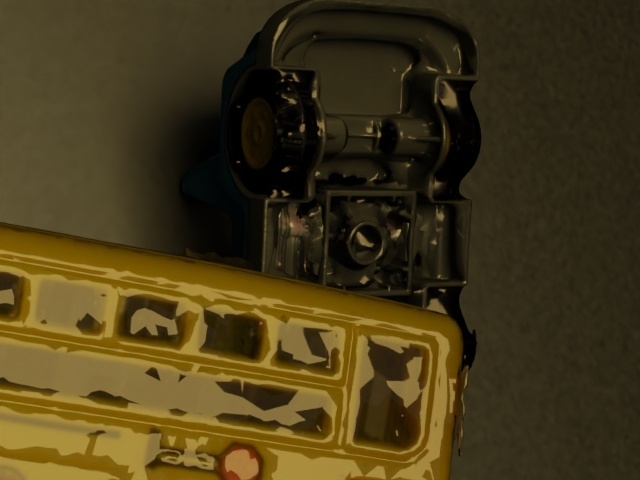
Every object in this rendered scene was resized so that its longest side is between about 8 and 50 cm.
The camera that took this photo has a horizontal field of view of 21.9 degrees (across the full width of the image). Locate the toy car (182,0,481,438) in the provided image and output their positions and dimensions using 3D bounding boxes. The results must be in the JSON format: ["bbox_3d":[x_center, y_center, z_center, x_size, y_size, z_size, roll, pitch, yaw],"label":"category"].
[{"bbox_3d":[0.000,0.000,0.668,0.097,0.100,0.191,0,97,-31],"label":"toy car"}]

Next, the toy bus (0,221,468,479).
[{"bbox_3d":[-0.129,0.057,0.503,0.330,0.144,0.152,11,86,-19],"label":"toy bus"}]
